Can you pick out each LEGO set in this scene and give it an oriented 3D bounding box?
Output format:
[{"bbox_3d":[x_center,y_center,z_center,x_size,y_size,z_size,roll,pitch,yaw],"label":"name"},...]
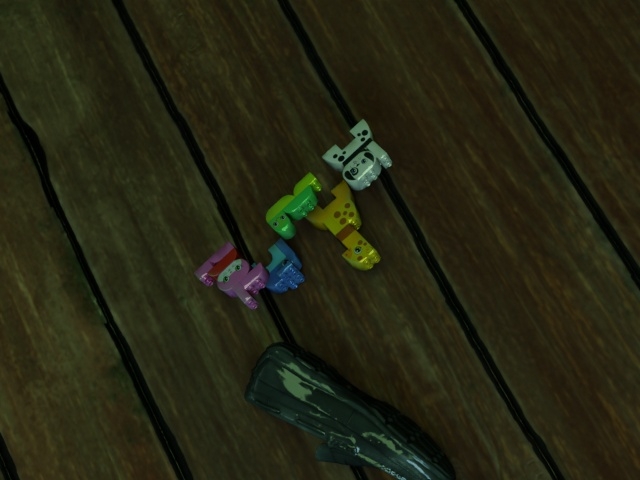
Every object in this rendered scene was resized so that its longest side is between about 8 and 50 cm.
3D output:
[{"bbox_3d":[0.000,0.000,1.002,0.227,0.087,0.093,-43,57,-1],"label":"LEGO set"}]

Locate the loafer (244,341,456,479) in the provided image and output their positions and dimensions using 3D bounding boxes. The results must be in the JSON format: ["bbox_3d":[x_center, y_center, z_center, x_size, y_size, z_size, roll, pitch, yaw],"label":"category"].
[{"bbox_3d":[0.026,0.183,0.964,0.223,0.076,0.078,32,98,16],"label":"loafer"}]
